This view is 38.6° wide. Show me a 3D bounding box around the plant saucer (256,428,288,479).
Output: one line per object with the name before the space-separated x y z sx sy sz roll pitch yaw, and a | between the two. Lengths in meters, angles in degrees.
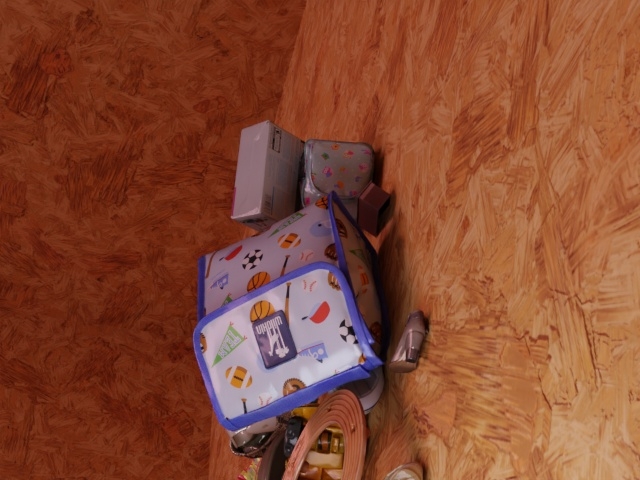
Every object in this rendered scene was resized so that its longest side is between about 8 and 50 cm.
plant saucer | -0.057 0.511 1.810 0.278 0.041 0.278 -11 -90 -68

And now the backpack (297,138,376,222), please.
backpack | 0.035 -0.121 1.965 0.144 0.166 0.188 131 144 -82

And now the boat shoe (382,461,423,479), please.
boat shoe | 0.104 0.404 1.407 0.170 0.063 0.059 -49 -9 24

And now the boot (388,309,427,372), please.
boot | 0.147 0.166 1.513 0.118 0.042 0.087 127 156 -65

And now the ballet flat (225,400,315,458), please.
ballet flat | -0.146 0.458 2.336 0.483 0.182 0.164 117 137 -55

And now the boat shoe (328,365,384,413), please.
boat shoe | 0.064 0.264 1.735 0.302 0.109 0.094 -109 5 -74

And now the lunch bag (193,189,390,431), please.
lunch bag | -0.053 0.138 1.695 0.239 0.328 0.385 51 -159 -37

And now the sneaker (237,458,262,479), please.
sneaker | -0.188 0.661 2.612 0.081 0.094 0.208 115 162 -59

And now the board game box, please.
board game box | -0.055 -0.104 2.064 0.097 0.303 0.224 -13 63 39

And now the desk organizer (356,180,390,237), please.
desk organizer | 0.107 -0.061 1.847 0.047 0.050 0.130 -50 -16 -19

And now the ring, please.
ring | 0.000 0.411 1.516 0.336 0.032 0.336 -58 18 30

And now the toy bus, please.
toy bus | 0.005 0.421 1.777 0.211 0.149 0.220 33 -116 -88
